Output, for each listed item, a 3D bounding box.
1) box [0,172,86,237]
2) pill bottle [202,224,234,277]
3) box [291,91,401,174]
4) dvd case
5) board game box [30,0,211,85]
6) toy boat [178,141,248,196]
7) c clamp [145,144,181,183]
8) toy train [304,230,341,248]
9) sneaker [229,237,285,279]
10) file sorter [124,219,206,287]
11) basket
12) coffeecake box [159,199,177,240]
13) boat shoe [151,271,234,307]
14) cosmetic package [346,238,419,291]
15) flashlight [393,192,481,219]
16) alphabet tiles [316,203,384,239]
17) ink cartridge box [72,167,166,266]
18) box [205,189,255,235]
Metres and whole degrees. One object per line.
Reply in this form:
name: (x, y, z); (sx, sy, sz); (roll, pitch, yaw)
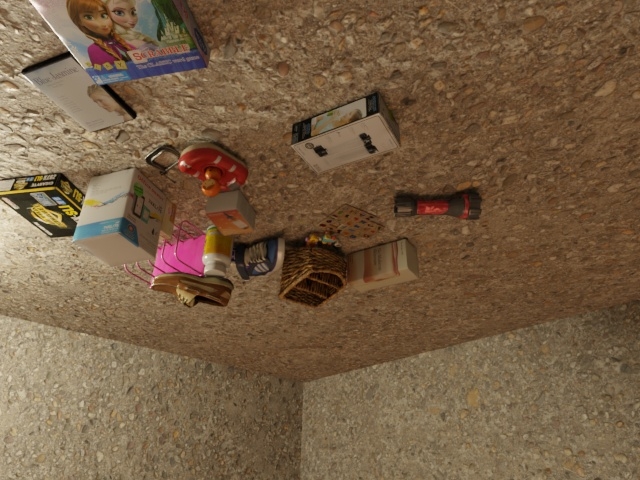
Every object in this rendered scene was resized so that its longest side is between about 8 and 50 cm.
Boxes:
box: (-1.012, -0.125, 1.840); (0.257, 0.079, 0.322); (-6, 150, 8)
pill bottle: (-0.423, 0.047, 1.987); (0.118, 0.208, 0.117); (1, 151, 0)
box: (0.077, -0.315, 1.451); (0.290, 0.087, 0.169); (-15, 147, 27)
dvd case: (-0.678, -0.413, 1.371); (0.181, 0.022, 0.253); (-10, 148, 19)
board game box: (-0.468, -0.523, 1.124); (0.319, 0.065, 0.318); (-6, 150, 12)
toy boat: (-0.355, -0.213, 1.583); (0.151, 0.151, 0.231); (-24, 142, 37)
c clamp: (-0.517, -0.265, 1.634); (0.137, 0.022, 0.161); (29, 142, -32)
toy train: (0.000, 0.000, 2.059); (0.166, 0.046, 0.125); (-9, 153, 20)
sneaker: (-0.303, 0.071, 2.102); (0.236, 0.130, 0.323); (8, 156, -20)
file sorter: (-0.640, 0.054, 2.016); (0.291, 0.202, 0.182); (-14, 146, 25)
basket: (-0.014, 0.171, 2.123); (0.214, 0.222, 0.299); (-7, 158, 34)
coffeecake box: (-0.659, -0.069, 1.858); (0.186, 0.142, 0.068); (-10, 149, 19)
boat shoe: (-0.518, 0.205, 1.940); (0.324, 0.119, 0.122); (5, 152, -1)
cosmetic package: (0.273, 0.114, 2.140); (0.296, 0.153, 0.129); (-18, 146, 28)
flashlight: (0.427, -0.124, 1.767); (0.304, 0.103, 0.103); (0, 124, 3)
alphabet tiles: (0.136, -0.066, 1.970); (0.237, 0.009, 0.198); (19, 146, -29)
ink cartridge box: (-0.701, -0.081, 1.709); (0.197, 0.270, 0.198); (-10, 149, 16)
box: (-0.340, -0.103, 1.838); (0.130, 0.091, 0.170); (-7, 150, 14)
